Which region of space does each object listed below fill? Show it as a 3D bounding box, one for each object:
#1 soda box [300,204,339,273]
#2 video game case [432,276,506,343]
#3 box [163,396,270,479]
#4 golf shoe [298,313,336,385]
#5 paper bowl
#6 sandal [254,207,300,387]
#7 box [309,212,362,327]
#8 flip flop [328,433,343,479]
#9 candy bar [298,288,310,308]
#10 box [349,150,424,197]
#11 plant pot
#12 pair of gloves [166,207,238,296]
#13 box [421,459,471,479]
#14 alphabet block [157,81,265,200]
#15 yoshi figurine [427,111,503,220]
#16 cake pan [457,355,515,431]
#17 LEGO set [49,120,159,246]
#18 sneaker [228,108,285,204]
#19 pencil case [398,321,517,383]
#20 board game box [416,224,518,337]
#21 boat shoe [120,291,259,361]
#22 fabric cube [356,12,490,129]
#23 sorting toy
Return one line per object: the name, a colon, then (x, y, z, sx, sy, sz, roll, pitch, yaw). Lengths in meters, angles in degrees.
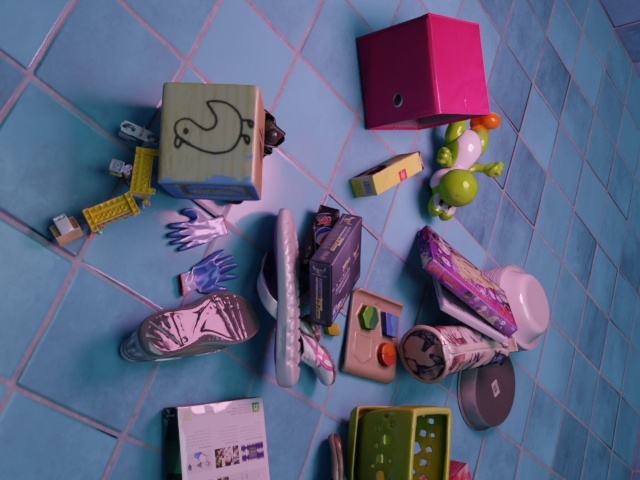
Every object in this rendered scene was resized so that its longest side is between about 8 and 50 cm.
soda box: (0.000, 0.000, 1.741, 0.060, 0.053, 0.169, 89, 17, -67)
video game case: (0.432, 0.186, 2.073, 0.227, 0.026, 0.206, 29, 27, -16)
box: (-0.209, 0.499, 1.471, 0.232, 0.058, 0.322, 6, 72, -45)
golf shoe: (-0.025, 0.276, 1.710, 0.086, 0.067, 0.186, -28, 100, -27)
paper bowl: (0.642, 0.219, 2.300, 0.284, 0.148, 0.284, 23, 58, -43)
sandal: (-0.104, 0.121, 1.597, 0.169, 0.102, 0.416, 73, 15, -72)
box: (0.039, 0.068, 1.702, 0.232, 0.059, 0.183, -55, 151, -53)
flip flop: (0.023, 0.614, 1.716, 0.112, 0.080, 0.277, 93, -5, -72)
candy bar: (-0.052, 0.151, 1.719, 0.161, 0.018, 0.040, -25, 105, -45)
box: (0.187, -0.184, 1.941, 0.232, 0.087, 0.058, -30, 108, -44)
plant pot: (0.192, 0.528, 1.791, 0.227, 0.207, 0.228, 18, 74, -53)
pair of gloves: (-0.252, 0.024, 1.519, 0.159, 0.023, 0.198, -17, 100, -45)
box: (0.316, 0.737, 1.978, 0.257, 0.123, 0.128, -28, 108, -43)
alphabet block: (-0.212, -0.191, 1.411, 0.192, 0.193, 0.197, 1, 84, -3)
yoshi figurine: (0.426, -0.234, 2.075, 0.362, 0.204, 0.203, -71, 156, -11)
cake pan: (0.547, 0.473, 2.286, 0.293, 0.054, 0.293, 4, 85, -45)
LEGO set: (-0.390, -0.083, 1.357, 0.132, 0.107, 0.287, 28, 68, -3)
sneaker: (-0.154, -0.193, 1.562, 0.087, 0.130, 0.227, 26, 71, -40)
pencil case: (0.395, 0.310, 2.028, 0.410, 0.183, 0.159, 2, 70, -50)
board game box: (0.424, 0.116, 2.046, 0.347, 0.056, 0.208, 38, 28, -18)
boat shoe: (-0.260, 0.185, 1.459, 0.320, 0.103, 0.118, -12, 77, -51)
fabric cube: (0.283, -0.451, 1.939, 0.259, 0.254, 0.258, -9, 94, -45)
sorting toy: (0.117, 0.245, 1.868, 0.307, 0.041, 0.229, 24, 70, -43)
